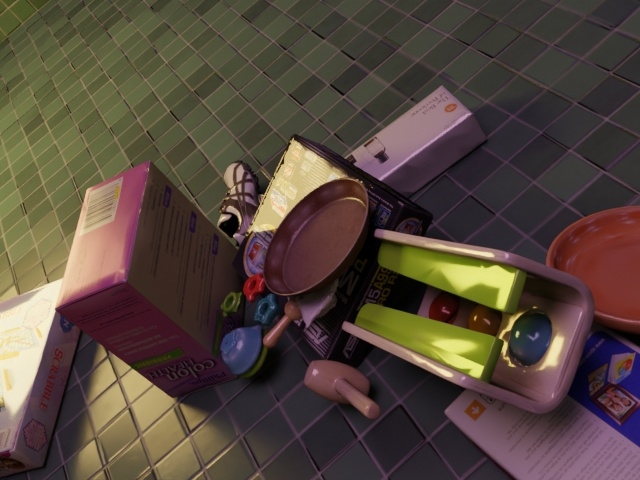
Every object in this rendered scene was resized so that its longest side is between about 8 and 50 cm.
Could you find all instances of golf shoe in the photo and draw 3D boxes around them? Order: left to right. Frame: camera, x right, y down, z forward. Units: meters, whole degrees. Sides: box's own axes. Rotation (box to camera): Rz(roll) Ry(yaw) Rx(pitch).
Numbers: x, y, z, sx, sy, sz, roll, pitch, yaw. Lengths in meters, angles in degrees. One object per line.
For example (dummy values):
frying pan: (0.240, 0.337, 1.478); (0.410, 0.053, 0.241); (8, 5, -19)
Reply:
golf shoe: (-0.128, -0.059, 1.256); (0.093, 0.077, 0.198); (-26, 37, -12)

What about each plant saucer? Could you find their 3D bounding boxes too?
plant saucer: (0.000, 0.000, 0.968); (0.168, 0.029, 0.169); (-33, 35, 28)
plant saucer: (0.336, 0.033, 0.828); (0.199, 0.037, 0.200); (-9, 33, 6)

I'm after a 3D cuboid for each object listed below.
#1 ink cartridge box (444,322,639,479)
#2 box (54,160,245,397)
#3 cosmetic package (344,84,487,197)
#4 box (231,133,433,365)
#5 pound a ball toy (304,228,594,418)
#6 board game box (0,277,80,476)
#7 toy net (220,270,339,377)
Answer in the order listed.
ink cartridge box: (0.294, 0.205, 0.726); (0.176, 0.069, 0.371); (-45, 38, -7)
box: (-0.219, 0.057, 1.106); (0.117, 0.243, 0.214); (-21, 44, 22)
cosmetic package: (0.109, -0.114, 1.154); (0.239, 0.060, 0.099); (-37, 42, 5)
box: (0.004, 0.003, 1.065); (0.270, 0.060, 0.216); (40, 107, 49)
pound a ball toy: (0.122, 0.111, 0.841); (0.319, 0.135, 0.208); (11, 81, 68)
board game box: (-0.551, 0.243, 1.325); (0.318, 0.066, 0.318); (-18, 45, 24)
toy net: (-0.048, 0.087, 1.020); (0.232, 0.045, 0.122); (-29, 43, 37)
